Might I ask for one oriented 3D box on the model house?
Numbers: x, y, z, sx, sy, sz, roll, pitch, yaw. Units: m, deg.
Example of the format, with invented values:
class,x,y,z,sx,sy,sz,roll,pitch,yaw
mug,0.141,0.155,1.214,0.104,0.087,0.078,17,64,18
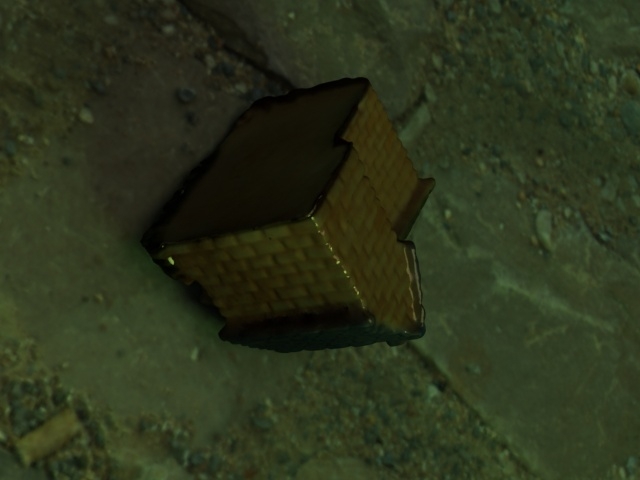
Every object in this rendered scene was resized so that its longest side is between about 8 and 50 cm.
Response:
class,x,y,z,sx,sy,sz,roll,pitch,yaw
model house,0.000,0.000,1.203,0.172,0.166,0.183,56,42,-28
